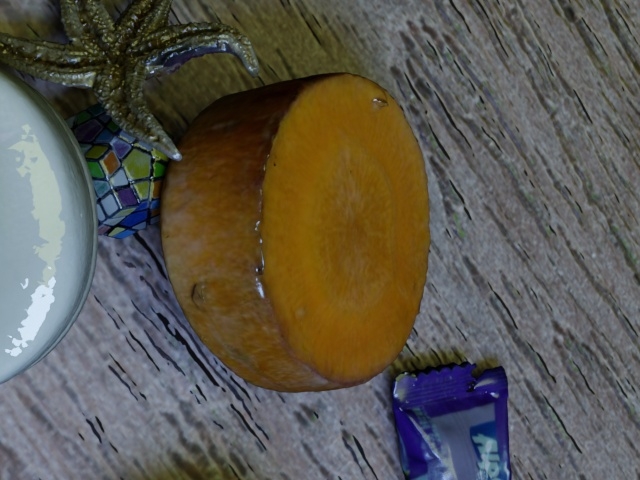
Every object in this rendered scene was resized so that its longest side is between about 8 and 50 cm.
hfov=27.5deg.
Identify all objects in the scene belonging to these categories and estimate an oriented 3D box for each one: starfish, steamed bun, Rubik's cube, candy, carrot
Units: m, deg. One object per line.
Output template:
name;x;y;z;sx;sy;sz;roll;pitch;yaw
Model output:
starfish;-0.158;-0.142;1.012;0.213;0.057;0.238;-9;57;-12
steamed bun;-0.243;-0.015;0.919;0.164;0.146;0.241;-10;93;-1
Rubik's cube;-0.163;-0.055;1.030;0.093;0.111;0.111;-45;113;-52
candy;0.132;0.251;1.220;0.145;0.070;0.275;-2;85;-39
carrot;0.000;0.000;1.086;0.307;0.100;0.258;44;59;-45
